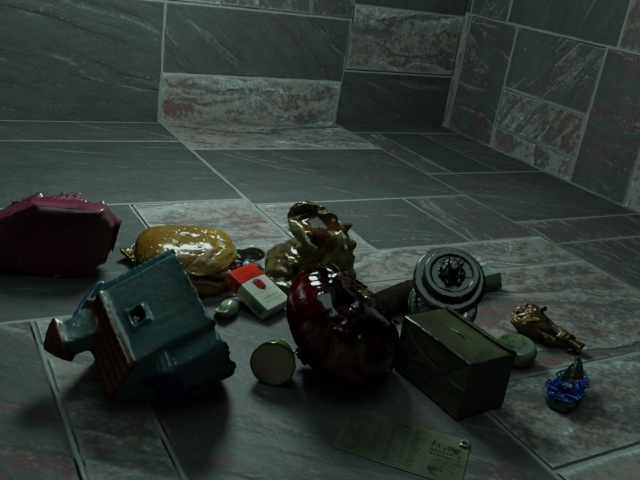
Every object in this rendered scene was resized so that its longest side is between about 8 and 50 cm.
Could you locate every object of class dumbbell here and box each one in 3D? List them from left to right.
[{"bbox_3d":[0.327,0.137,1.907,0.191,0.290,0.192,0,58,0],"label":"dumbbell"}]

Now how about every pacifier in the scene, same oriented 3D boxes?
[{"bbox_3d":[-0.212,0.056,2.157,0.099,0.081,0.078,-10,51,17],"label":"pacifier"}]

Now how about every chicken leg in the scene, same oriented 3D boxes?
[{"bbox_3d":[0.619,0.239,1.985,0.207,0.101,0.085,30,59,24],"label":"chicken leg"}]

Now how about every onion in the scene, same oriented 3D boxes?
[{"bbox_3d":[0.044,0.206,1.668,0.314,0.232,0.314,38,20,-16],"label":"onion"}]

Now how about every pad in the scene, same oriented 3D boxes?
[{"bbox_3d":[0.169,0.413,1.484,0.264,0.009,0.159,14,23,13],"label":"pad"}]

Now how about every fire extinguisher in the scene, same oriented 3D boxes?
[{"bbox_3d":[0.188,0.162,1.999,0.267,0.089,0.072,-16,57,-46],"label":"fire extinguisher"}]

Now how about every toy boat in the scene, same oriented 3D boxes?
[{"bbox_3d":[0.599,0.325,1.729,0.091,0.110,0.175,23,24,30],"label":"toy boat"}]

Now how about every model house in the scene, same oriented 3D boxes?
[{"bbox_3d":[-0.386,0.220,1.523,0.329,0.252,0.295,-24,57,-17],"label":"model house"}]

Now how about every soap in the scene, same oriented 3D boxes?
[{"bbox_3d":[-0.697,-0.013,1.931,0.324,0.220,0.127,4,31,-14],"label":"soap"}]

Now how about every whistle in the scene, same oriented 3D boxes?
[{"bbox_3d":[0.455,0.286,1.858,0.198,0.057,0.104,-4,30,-12],"label":"whistle"}]

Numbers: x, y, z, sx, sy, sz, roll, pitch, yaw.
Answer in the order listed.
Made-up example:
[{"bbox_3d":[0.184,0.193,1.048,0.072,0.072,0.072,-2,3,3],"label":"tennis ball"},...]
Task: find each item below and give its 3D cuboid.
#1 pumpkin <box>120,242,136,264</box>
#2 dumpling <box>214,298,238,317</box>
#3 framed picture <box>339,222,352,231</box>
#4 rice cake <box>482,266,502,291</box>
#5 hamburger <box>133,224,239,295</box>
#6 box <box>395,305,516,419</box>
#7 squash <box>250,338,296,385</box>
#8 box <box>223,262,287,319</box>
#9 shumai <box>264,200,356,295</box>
[{"bbox_3d":[-0.527,0.043,2.094,0.073,0.035,0.101,33,27,23],"label":"pumpkin"},{"bbox_3d":[-0.243,0.175,1.869,0.059,0.043,0.077,-2,34,18],"label":"dumpling"},{"bbox_3d":[0.000,0.000,2.221,0.135,0.201,0.010,-1,62,-23],"label":"framed picture"},{"bbox_3d":[0.475,0.126,2.228,0.206,0.069,0.063,-11,29,-38],"label":"rice cake"},{"bbox_3d":[-0.369,0.046,2.004,0.283,0.145,0.259,6,19,-21],"label":"hamburger"},{"bbox_3d":[0.306,0.274,1.683,0.148,0.156,0.231,-7,28,-34],"label":"box"},{"bbox_3d":[-0.097,0.259,1.658,0.105,0.105,0.132,11,12,4],"label":"squash"},{"bbox_3d":[-0.168,0.133,1.928,0.152,0.048,0.100,40,31,19],"label":"box"},{"bbox_3d":[-0.013,0.010,2.072,0.266,0.263,0.314,21,24,25],"label":"shumai"}]
